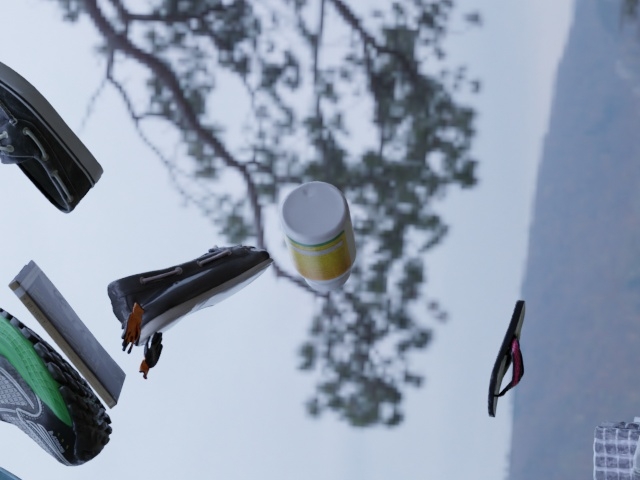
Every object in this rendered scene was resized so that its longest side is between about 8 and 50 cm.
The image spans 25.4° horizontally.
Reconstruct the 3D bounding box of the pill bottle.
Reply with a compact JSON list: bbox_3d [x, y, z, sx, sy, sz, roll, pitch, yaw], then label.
[{"bbox_3d":[0.000,0.000,2.409,0.208,0.117,0.118,76,-161,-60],"label":"pill bottle"}]

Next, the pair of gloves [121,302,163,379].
[{"bbox_3d":[-0.232,0.131,1.853,0.083,0.010,0.074,60,-146,-38],"label":"pair of gloves"}]

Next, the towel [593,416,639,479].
[{"bbox_3d":[0.466,0.344,1.755,0.121,0.283,0.235,-6,-86,-55],"label":"towel"}]

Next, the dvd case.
[{"bbox_3d":[-0.353,0.129,2.004,0.221,0.018,0.164,52,-177,-9],"label":"dvd case"}]

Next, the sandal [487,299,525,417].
[{"bbox_3d":[0.275,0.169,2.028,0.067,0.040,0.179,72,-143,-64],"label":"sandal"}]

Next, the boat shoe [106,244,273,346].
[{"bbox_3d":[-0.184,0.052,2.074,0.095,0.112,0.335,54,-146,5],"label":"boat shoe"}]

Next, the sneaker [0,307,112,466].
[{"bbox_3d":[-0.343,0.141,1.395,0.146,0.343,0.134,-55,-35,-15],"label":"sneaker"}]

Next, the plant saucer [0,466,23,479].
[{"bbox_3d":[-0.294,0.316,1.102,0.043,0.317,0.318,2,-88,-72],"label":"plant saucer"}]

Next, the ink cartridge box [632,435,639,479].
[{"bbox_3d":[0.406,0.222,1.599,0.175,0.072,0.127,43,-117,-68],"label":"ink cartridge box"}]

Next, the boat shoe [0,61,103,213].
[{"bbox_3d":[-0.317,-0.114,1.504,0.219,0.077,0.070,49,-116,-36],"label":"boat shoe"}]
